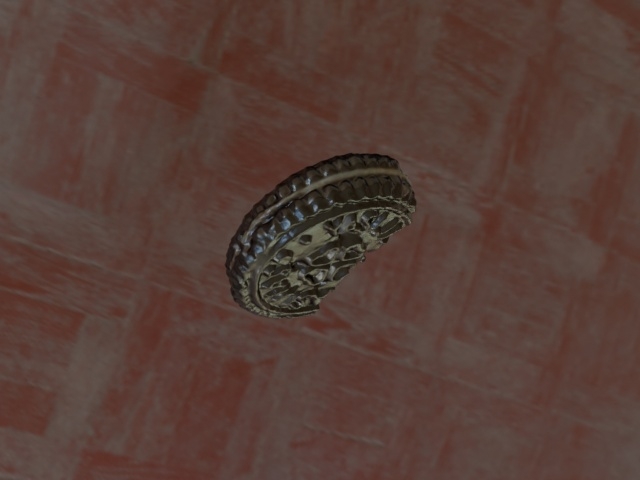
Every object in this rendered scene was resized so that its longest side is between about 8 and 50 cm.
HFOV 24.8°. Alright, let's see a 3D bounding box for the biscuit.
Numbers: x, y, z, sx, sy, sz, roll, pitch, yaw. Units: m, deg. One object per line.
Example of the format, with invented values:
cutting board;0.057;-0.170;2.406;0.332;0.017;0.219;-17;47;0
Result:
biscuit;0.000;0.000;0.608;0.087;0.027;0.089;-26;151;-4
